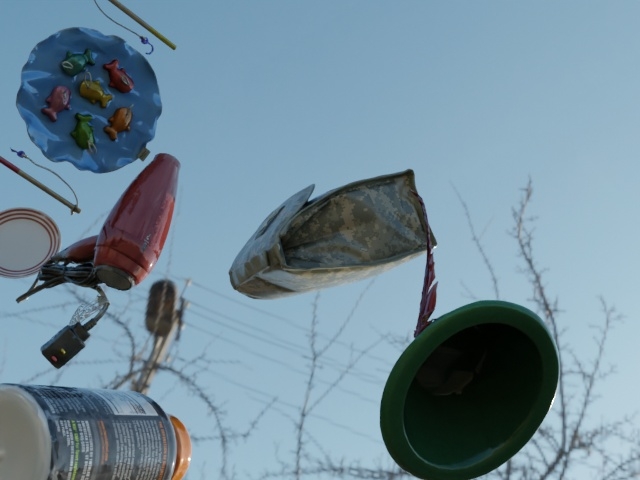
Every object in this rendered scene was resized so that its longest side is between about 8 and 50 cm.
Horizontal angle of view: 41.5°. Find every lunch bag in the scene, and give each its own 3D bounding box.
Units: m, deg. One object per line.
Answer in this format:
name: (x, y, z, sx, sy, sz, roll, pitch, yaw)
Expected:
lunch bag: (0.000, 0.000, 1.400, 0.235, 0.287, 0.169, -28, -101, 62)

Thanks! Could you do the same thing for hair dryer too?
hair dryer: (-0.286, 0.001, 1.083, 0.293, 0.223, 0.080, -45, -49, -1)

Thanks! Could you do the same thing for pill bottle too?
pill bottle: (-0.233, 0.213, 0.846, 0.130, 0.130, 0.246, -7, -15, 26)

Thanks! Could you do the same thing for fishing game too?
fishing game: (-0.281, -0.172, 1.053, 0.189, 0.264, 0.041, 39, -17, -31)

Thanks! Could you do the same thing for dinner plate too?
dinner plate: (-0.517, 0.006, 1.450, 0.141, 0.141, 0.017, 18, -33, 1)

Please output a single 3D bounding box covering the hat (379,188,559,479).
hat: (0.116, 0.101, 0.828, 0.173, 0.183, 0.208, 39, -88, -26)
